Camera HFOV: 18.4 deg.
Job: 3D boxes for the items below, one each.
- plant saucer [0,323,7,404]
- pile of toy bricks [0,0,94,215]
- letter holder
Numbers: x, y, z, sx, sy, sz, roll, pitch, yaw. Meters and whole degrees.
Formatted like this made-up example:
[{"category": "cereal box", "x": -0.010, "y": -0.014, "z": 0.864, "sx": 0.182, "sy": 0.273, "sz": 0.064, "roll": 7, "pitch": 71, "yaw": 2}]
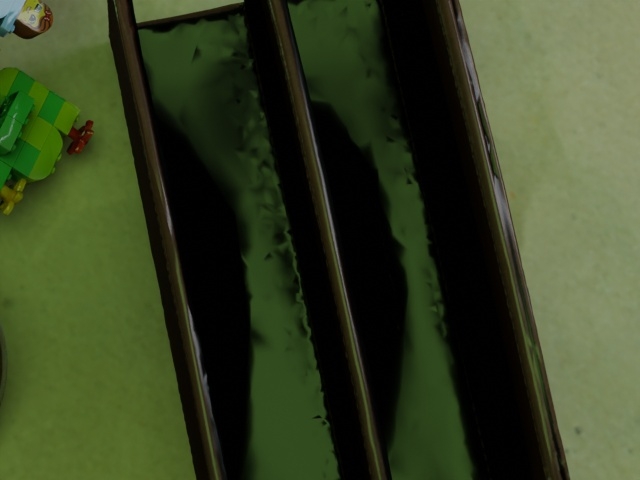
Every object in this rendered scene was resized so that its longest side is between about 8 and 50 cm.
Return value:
[{"category": "plant saucer", "x": -0.233, "y": 0.058, "z": 0.928, "sx": 0.168, "sy": 0.029, "sz": 0.168, "roll": -8, "pitch": 121, "yaw": -13}, {"category": "pile of toy bricks", "x": -0.163, "y": -0.067, "z": 0.974, "sx": 0.105, "sy": 0.118, "sz": 0.212, "roll": 33, "pitch": 67, "yaw": -25}, {"category": "letter holder", "x": 0.000, "y": 0.000, "z": 0.901, "sx": 0.152, "sy": 0.214, "sz": 0.302, "roll": -11, "pitch": 78, "yaw": -6}]
